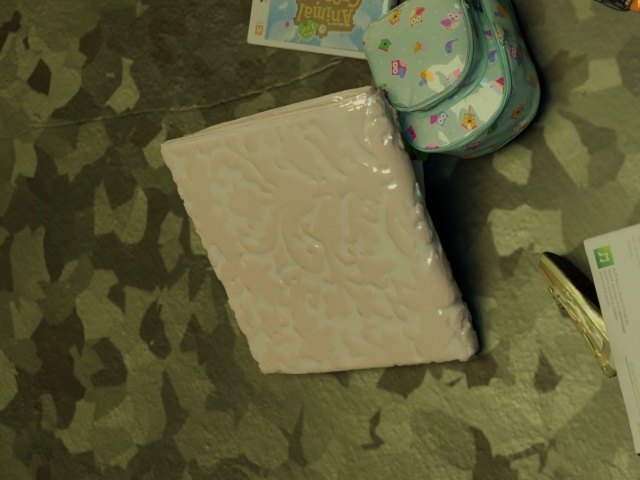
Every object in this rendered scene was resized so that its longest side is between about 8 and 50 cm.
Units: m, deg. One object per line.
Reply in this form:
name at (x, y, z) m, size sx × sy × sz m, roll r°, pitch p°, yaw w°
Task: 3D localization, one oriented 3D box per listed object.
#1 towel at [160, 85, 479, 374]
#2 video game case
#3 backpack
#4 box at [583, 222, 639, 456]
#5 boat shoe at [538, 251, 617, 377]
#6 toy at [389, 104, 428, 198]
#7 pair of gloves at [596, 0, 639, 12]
towel at (0.000, 0.000, 2.022) m, size 0.317 × 0.053 × 0.332 m, roll -9°, pitch 113°, yaw 38°
video game case at (0.007, -0.322, 2.117) m, size 0.212 × 0.023 × 0.193 m, roll 12°, pitch 97°, yaw 37°
backpack at (0.146, -0.188, 1.936) m, size 0.166 × 0.144 × 0.188 m, roll -30°, pitch 75°, yaw 28°
box at (0.427, 0.070, 1.718) m, size 0.322 × 0.058 × 0.232 m, roll -18°, pitch 81°, yaw 42°
boat shoe at (0.280, 0.077, 1.883) m, size 0.048 × 0.056 × 0.153 m, roll -48°, pitch 70°, yaw 22°
toy at (0.023, -0.088, 2.082) m, size 0.237 × 0.056 × 0.137 m, roll -13°, pitch 76°, yaw 32°
pair of gloves at (0.325, -0.288, 1.877) m, size 0.074 × 0.010 × 0.083 m, roll 23°, pitch 106°, yaw 34°
